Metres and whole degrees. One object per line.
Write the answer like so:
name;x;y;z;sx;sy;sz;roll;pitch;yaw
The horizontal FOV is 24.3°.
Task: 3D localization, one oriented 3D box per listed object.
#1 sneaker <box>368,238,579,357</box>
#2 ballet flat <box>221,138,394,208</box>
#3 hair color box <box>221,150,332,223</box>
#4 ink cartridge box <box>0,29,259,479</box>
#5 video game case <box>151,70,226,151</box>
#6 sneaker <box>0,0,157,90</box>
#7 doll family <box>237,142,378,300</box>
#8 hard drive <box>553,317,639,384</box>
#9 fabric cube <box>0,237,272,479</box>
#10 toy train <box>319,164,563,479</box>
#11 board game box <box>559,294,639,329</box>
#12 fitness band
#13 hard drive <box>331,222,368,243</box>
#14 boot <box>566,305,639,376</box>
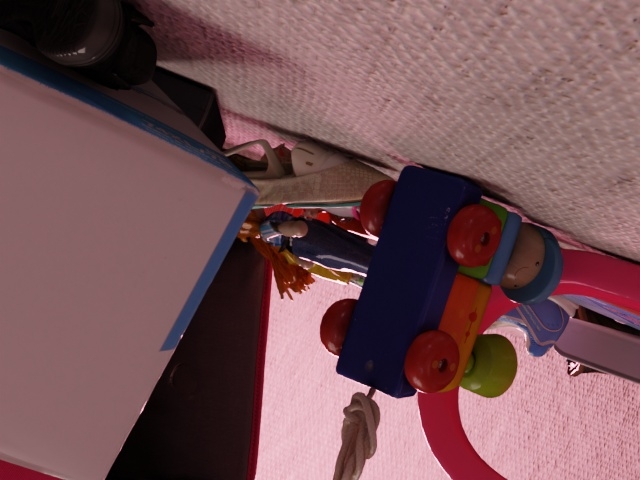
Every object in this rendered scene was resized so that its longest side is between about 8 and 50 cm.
sneaker;0.135;0.039;1.388;0.211;0.081;0.080;22;179;20
ballet flat;-0.027;-0.050;1.113;0.168;0.052;0.057;-3;-162;25
hair color box;-0.067;-0.049;1.517;0.167;0.053;0.093;20;178;2
ink cartridge box;-0.198;-0.025;0.883;0.197;0.198;0.270;25;-170;-27
video game case;-0.198;-0.129;1.167;0.248;0.035;0.275;22;177;-1
sneaker;-0.117;-0.111;0.788;0.089;0.051;0.170;23;-179;-34
doll family;0.000;0.000;1.263;0.163;0.118;0.263;21;177;11
hard drive;0.397;0.140;1.445;0.307;0.040;0.203;15;-178;-43
fabric cube;-0.225;0.105;1.336;0.258;0.254;0.259;5;179;34
toy train;0.079;0.085;1.033;0.143;0.248;0.105;18;180;-43
board game box;0.244;0.047;1.261;0.281;0.027;0.145;22;179;-16
fitness band;0.205;0.119;1.060;0.291;0.209;0.054;19;173;30
hard drive;0.111;0.028;1.627;0.255;0.054;0.172;23;177;-31
boot;0.316;0.108;1.568;0.106;0.082;0.219;8;-178;9
